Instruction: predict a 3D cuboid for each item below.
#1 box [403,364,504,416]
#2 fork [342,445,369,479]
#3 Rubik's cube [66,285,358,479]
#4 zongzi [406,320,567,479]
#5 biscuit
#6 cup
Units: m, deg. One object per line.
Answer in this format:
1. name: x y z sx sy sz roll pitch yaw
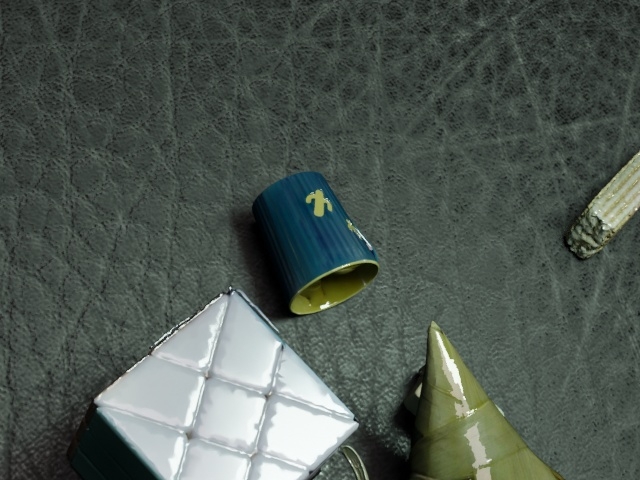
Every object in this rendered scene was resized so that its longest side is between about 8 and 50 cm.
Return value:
1. box: 0.171 0.220 1.651 0.122 0.089 0.062 40 69 3
2. fork: 0.070 0.360 1.573 0.028 0.034 0.219 -9 68 -33
3. Rubik's cube: -0.128 0.233 1.451 0.231 0.224 0.221 47 59 7
4. zongzi: 0.243 0.264 1.562 0.289 0.154 0.317 5 90 -32
5. biscuit: 0.462 -0.071 1.887 0.062 0.108 0.239 43 59 11
6. cup: 0.000 0.000 1.685 0.176 0.131 0.155 0 57 -53
